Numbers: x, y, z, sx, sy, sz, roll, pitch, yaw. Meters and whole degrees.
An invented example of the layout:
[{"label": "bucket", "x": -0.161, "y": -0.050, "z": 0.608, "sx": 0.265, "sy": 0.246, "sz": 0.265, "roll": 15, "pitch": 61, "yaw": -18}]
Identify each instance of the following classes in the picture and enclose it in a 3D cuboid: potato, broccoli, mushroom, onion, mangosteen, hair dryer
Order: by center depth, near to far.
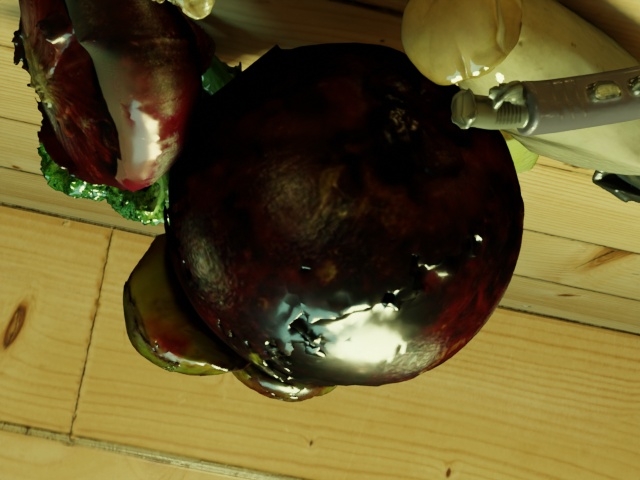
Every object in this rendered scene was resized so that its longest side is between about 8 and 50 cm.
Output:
[{"label": "hair dryer", "x": 0.280, "y": -0.135, "z": 1.164, "sx": 0.361, "sy": 0.121, "sz": 0.301, "roll": -13, "pitch": 170, "yaw": -18}, {"label": "mushroom", "x": 0.220, "y": -0.158, "z": 1.344, "sx": 0.154, "sy": 0.137, "sz": 0.407, "roll": 31, "pitch": -177, "yaw": 42}, {"label": "onion", "x": -0.190, "y": -0.188, "z": 1.370, "sx": 0.195, "sy": 0.272, "sz": 0.272, "roll": -22, "pitch": -173, "yaw": -28}, {"label": "mangosteen", "x": -0.006, "y": -0.020, "z": 1.445, "sx": 0.421, "sy": 0.381, "sz": 0.381, "roll": -19, "pitch": 155, "yaw": 32}, {"label": "broccoli", "x": -0.189, "y": -0.146, "z": 1.640, "sx": 0.295, "sy": 0.265, "sz": 0.245, "roll": -3, "pitch": 140, "yaw": 13}, {"label": "potato", "x": 0.219, "y": -0.136, "z": 1.756, "sx": 0.120, "sy": 0.081, "sz": 0.149, "roll": -18, "pitch": 160, "yaw": -17}]

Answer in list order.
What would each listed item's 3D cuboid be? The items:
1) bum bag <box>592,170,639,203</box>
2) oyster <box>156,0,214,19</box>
[{"label": "bum bag", "x": 0.421, "y": -0.098, "z": 1.657, "sx": 0.137, "sy": 0.074, "sz": 0.310, "roll": 22, "pitch": 166, "yaw": 3}, {"label": "oyster", "x": -0.139, "y": -0.276, "z": 1.133, "sx": 0.161, "sy": 0.107, "sz": 0.233, "roll": -14, "pitch": 157, "yaw": 9}]
